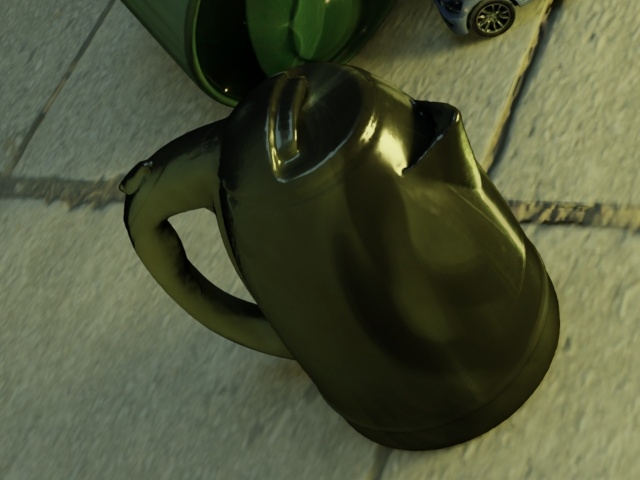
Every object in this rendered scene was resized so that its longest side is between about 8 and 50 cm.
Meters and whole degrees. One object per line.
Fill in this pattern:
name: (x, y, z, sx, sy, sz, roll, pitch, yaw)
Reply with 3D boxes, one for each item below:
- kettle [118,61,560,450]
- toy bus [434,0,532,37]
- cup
kettle: (0.000, 0.000, 1.074, 0.321, 0.324, 0.228, -10, 49, 26)
toy bus: (0.238, -0.336, 1.357, 0.292, 0.133, 0.125, -25, 44, 11)
cup: (-0.086, -0.375, 1.438, 0.401, 0.310, 0.392, -20, 52, -40)
